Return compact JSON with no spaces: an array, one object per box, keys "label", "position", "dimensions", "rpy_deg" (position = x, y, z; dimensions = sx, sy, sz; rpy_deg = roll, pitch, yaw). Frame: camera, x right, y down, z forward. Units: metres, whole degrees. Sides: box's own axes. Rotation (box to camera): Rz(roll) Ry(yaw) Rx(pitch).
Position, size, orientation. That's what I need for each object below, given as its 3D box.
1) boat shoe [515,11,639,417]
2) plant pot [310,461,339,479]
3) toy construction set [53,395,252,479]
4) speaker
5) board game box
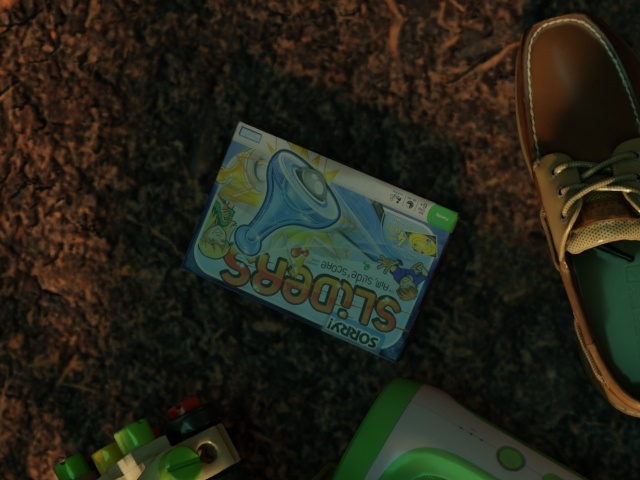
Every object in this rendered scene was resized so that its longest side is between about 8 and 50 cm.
[{"label":"boat shoe","position":[0.229,-0.019,1.129],"dimensions":[0.123,0.120,0.324],"rpy_deg":[-17,88,12]},{"label":"plant pot","position":[0.003,0.338,1.157],"dimensions":[0.212,0.212,0.187],"rpy_deg":[41,111,8]},{"label":"toy construction set","position":[-0.173,0.228,1.152],"dimensions":[0.215,0.328,0.151],"rpy_deg":[-24,96,-31]},{"label":"speaker","position":[0.160,0.226,1.149],"dimensions":[0.296,0.131,0.131],"rpy_deg":[30,97,10]},{"label":"board game box","position":[0.000,0.000,1.223],"dimensions":[0.201,0.035,0.136],"rpy_deg":[23,96,11]}]
